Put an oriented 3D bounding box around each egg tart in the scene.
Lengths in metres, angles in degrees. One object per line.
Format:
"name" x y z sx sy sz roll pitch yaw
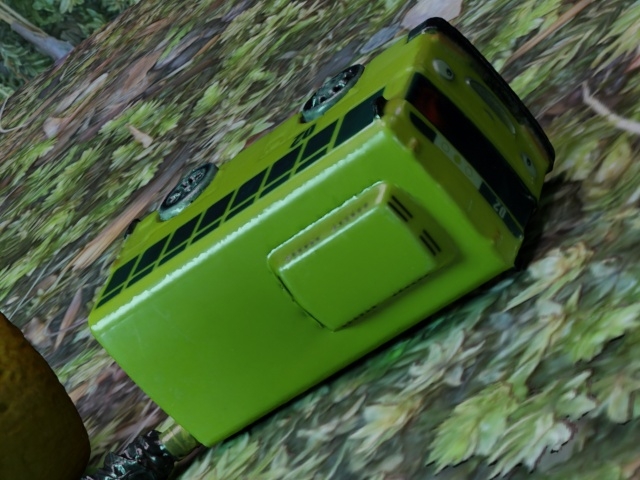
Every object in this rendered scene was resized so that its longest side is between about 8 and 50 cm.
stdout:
"egg tart" -0.254 0.129 1.241 0.147 0.202 0.202 -39 15 -23

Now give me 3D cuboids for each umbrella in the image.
"umbrella" -0.135 0.160 1.151 0.144 0.040 0.037 -40 5 0

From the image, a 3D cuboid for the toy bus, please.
"toy bus" 0.000 0.000 1.106 0.262 0.128 0.150 -33 19 29
